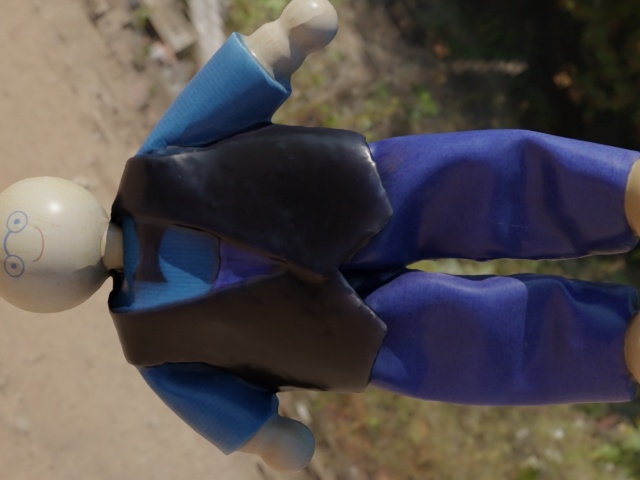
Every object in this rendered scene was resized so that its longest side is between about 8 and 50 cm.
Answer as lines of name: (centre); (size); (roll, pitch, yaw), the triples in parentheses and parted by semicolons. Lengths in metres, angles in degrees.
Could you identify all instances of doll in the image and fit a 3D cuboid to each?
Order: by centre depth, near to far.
doll: (0.000, 0.000, 0.495); (0.046, 0.189, 0.129); (-26, 116, -72)
